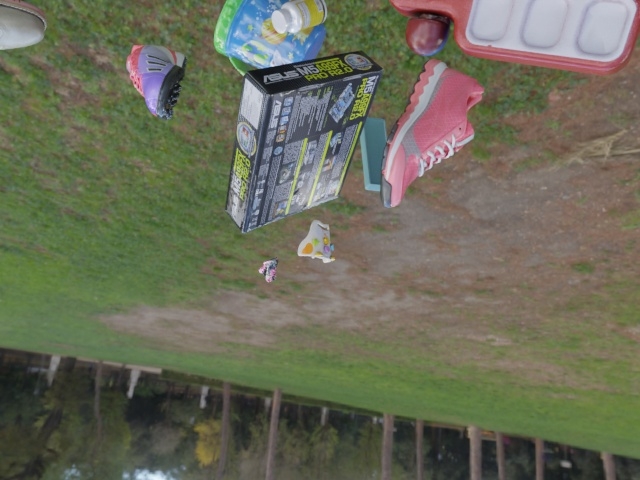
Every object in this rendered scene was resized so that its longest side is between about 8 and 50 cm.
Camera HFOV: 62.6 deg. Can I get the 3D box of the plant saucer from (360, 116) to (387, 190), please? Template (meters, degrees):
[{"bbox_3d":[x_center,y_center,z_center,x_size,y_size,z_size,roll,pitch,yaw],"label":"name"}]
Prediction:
[{"bbox_3d":[0.125,-0.197,1.176,0.067,0.192,0.018,4,156,-15],"label":"plant saucer"}]

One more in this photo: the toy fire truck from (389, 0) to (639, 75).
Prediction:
[{"bbox_3d":[0.191,-0.318,0.549,0.302,0.253,0.169,17,-168,23],"label":"toy fire truck"}]

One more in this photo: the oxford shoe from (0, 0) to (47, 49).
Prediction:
[{"bbox_3d":[-0.678,-0.329,0.915,0.397,0.146,0.140,-20,175,-27],"label":"oxford shoe"}]

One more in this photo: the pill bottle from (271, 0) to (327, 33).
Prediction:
[{"bbox_3d":[-0.048,-0.494,1.152,0.116,0.065,0.065,-32,-179,-30],"label":"pill bottle"}]

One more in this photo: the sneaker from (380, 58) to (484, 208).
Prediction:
[{"bbox_3d":[0.207,-0.192,0.965,0.136,0.313,0.116,22,166,13],"label":"sneaker"}]

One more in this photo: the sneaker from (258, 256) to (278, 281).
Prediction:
[{"bbox_3d":[-0.144,0.089,1.552,0.047,0.057,0.119,-19,166,-24],"label":"sneaker"}]

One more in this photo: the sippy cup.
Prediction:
[{"bbox_3d":[-0.116,-0.531,1.350,0.224,0.240,0.305,32,179,-1],"label":"sippy cup"}]

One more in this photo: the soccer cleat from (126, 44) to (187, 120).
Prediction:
[{"bbox_3d":[-0.336,-0.326,1.050,0.117,0.318,0.108,16,116,-20],"label":"soccer cleat"}]

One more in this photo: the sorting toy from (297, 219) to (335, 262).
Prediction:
[{"bbox_3d":[0.000,0.000,1.045,0.045,0.075,0.083,-5,166,38],"label":"sorting toy"}]

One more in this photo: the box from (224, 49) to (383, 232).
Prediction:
[{"bbox_3d":[-0.033,-0.151,0.831,0.216,0.060,0.270,-24,150,-33],"label":"box"}]
